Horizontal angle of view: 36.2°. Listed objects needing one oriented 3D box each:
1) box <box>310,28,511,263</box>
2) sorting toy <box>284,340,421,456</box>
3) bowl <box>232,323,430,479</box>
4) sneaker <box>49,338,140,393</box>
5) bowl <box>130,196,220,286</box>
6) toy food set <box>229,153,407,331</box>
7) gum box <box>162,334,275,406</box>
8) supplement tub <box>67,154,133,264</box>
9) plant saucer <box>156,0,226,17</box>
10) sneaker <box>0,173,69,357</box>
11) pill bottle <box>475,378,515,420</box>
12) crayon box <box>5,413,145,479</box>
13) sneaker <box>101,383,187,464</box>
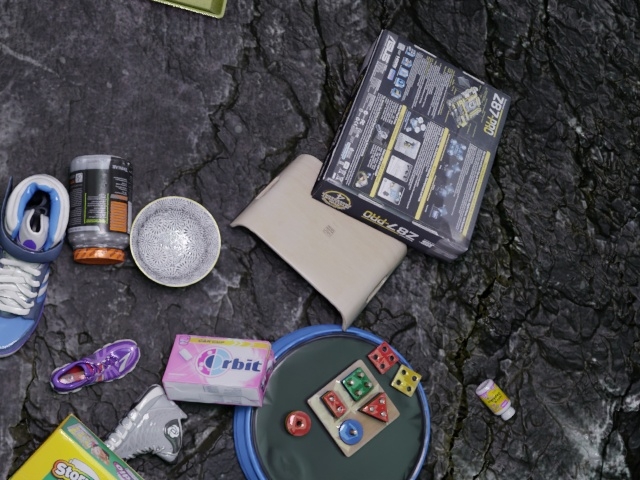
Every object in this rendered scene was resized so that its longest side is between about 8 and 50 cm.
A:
[{"bbox_3d":[0.192,-0.194,1.971,0.318,0.097,0.394,25,62,-9],"label":"box"},{"bbox_3d":[0.074,0.308,1.836,0.274,0.046,0.132,-36,92,-19],"label":"sorting toy"},{"bbox_3d":[0.029,0.353,1.880,0.391,0.077,0.391,3,80,-16],"label":"bowl"},{"bbox_3d":[-0.406,0.234,1.779,0.170,0.071,0.068,-25,88,-19],"label":"sneaker"},{"bbox_3d":[-0.281,0.007,1.845,0.170,0.080,0.170,4,80,-21],"label":"bowl"},{"bbox_3d":[0.000,0.000,1.919,0.306,0.092,0.220,42,59,1],"label":"toy food set"},{"bbox_3d":[-0.181,0.237,1.788,0.188,0.062,0.107,3,46,9],"label":"gum box"},{"bbox_3d":[-0.406,-0.055,1.804,0.117,0.117,0.190,3,80,-15],"label":"supplement tub"},{"bbox_3d":[-0.273,-0.546,1.963,0.188,0.045,0.188,13,77,-13],"label":"plant saucer"},{"bbox_3d":[-0.524,0.038,1.691,0.130,0.236,0.322,19,76,-12],"label":"sneaker"},{"bbox_3d":[0.358,0.326,1.995,0.043,0.043,0.083,-44,94,-18],"label":"pill bottle"},{"bbox_3d":[-0.408,0.536,1.666,0.363,0.106,0.313,44,90,-5],"label":"crayon box"},{"bbox_3d":[-0.327,0.383,1.771,0.132,0.086,0.228,43,71,-8],"label":"sneaker"}]
